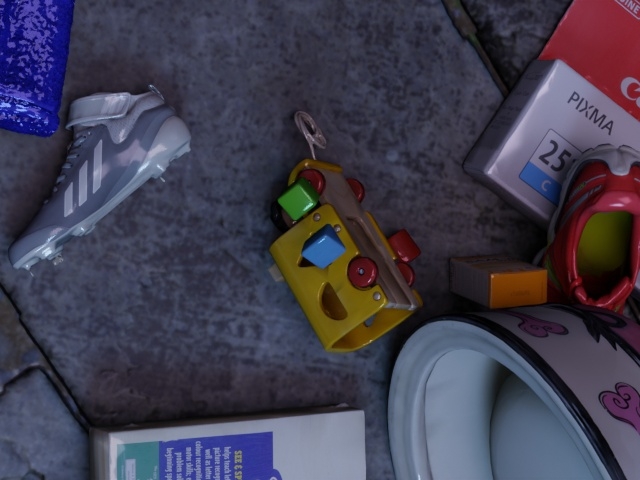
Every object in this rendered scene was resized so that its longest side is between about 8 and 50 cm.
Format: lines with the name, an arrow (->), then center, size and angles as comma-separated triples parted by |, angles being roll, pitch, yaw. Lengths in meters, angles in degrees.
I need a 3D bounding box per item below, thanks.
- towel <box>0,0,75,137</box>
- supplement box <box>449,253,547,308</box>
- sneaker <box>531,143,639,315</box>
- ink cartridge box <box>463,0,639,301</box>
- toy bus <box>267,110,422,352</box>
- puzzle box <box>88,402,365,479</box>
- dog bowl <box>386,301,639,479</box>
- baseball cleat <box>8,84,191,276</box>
towel -> -0.361, -0.218, 1.464 | 0.308, 0.076, 0.228 | 8, 93, -19
supplement box -> 0.174, 0.039, 1.657 | 0.062, 0.098, 0.036 | -4, 100, -20
sneaker -> 0.253, 0.044, 1.627 | 0.107, 0.118, 0.279 | 6, 123, 0
ink cartridge box -> 0.332, -0.097, 1.718 | 0.296, 0.066, 0.261 | 35, 84, -19
toy bus -> 0.003, 0.009, 1.590 | 0.104, 0.202, 0.191 | -37, 115, 19
puzzle box -> -0.081, 0.365, 1.590 | 0.272, 0.052, 0.409 | -1, 92, -29
dog bowl -> 0.230, 0.239, 1.546 | 0.150, 0.408, 0.408 | -19, 101, -26
baseball cleat -> -0.219, -0.063, 1.540 | 0.206, 0.072, 0.109 | -39, 92, -17
